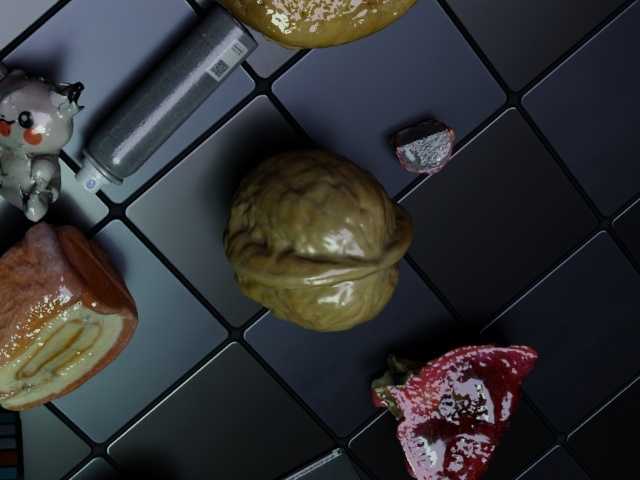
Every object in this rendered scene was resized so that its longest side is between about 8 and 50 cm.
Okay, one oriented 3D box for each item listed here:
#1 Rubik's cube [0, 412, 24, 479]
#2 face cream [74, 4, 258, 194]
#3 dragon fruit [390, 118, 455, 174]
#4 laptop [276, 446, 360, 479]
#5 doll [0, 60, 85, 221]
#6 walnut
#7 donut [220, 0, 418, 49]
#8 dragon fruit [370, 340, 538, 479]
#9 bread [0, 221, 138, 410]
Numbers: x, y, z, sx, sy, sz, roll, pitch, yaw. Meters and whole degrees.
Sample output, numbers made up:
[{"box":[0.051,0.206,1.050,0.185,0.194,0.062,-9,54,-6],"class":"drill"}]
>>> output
[{"box":[-0.475,0.345,1.775,0.184,0.187,0.182,-2,113,-13],"class":"Rubik's cube"},{"box":[-0.198,-0.170,1.706,0.283,0.073,0.073,-45,116,5],"class":"face cream"},{"box":[0.140,-0.123,1.834,0.083,0.056,0.060,-23,114,-1],"class":"dragon fruit"},{"box":[-0.022,0.392,2.019,0.180,0.016,0.129,-27,116,-3],"class":"laptop"},{"box":[-0.354,-0.123,1.662,0.095,0.149,0.192,-27,136,-51],"class":"doll"},{"box":[0.000,0.000,1.735,0.257,0.257,0.225,-11,113,-12],"class":"walnut"},{"box":[0.012,-0.376,1.642,0.299,0.150,0.317,25,102,-22],"class":"donut"},{"box":[0.169,0.234,1.959,0.211,0.134,0.262,30,85,-13],"class":"dragon fruit"},{"box":[-0.352,0.107,1.732,0.244,0.123,0.190,-44,145,18],"class":"bread"}]
